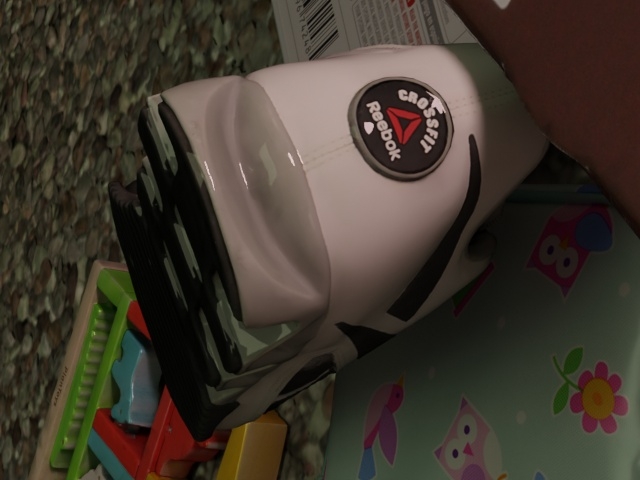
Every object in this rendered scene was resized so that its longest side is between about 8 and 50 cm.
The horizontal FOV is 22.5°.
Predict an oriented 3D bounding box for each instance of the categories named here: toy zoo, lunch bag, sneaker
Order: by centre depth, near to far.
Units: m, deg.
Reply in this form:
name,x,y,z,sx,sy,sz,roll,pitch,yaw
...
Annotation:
name,x,y,z,sx,sy,sz,roll,pitch,yaw
sneaker,0.000,0.000,0.644,0.330,0.146,0.122,152,98,-75
lunch bag,0.097,0.118,0.645,0.224,0.108,0.279,3,84,56
toy zoo,-0.105,0.154,1.016,0.293,0.030,0.192,37,113,54

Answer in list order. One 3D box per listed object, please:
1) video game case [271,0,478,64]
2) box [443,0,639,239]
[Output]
name,x,y,z,sx,sy,sz,roll,pitch,yaw
video game case,0.063,-0.228,0.736,0.300,0.036,0.329,-42,48,41
box,0.180,-0.083,0.480,0.167,0.203,0.168,-61,38,27
